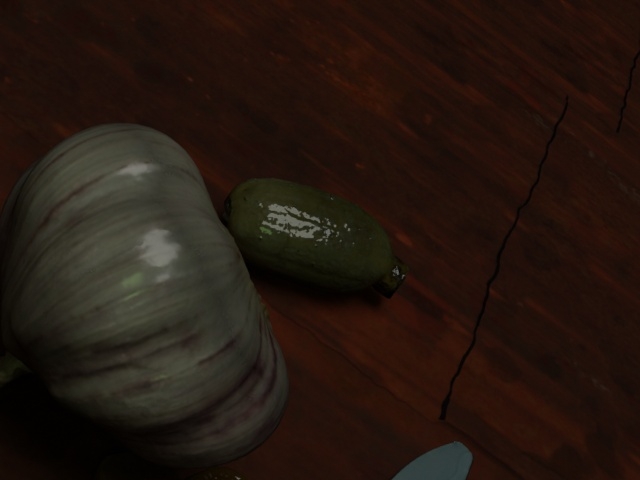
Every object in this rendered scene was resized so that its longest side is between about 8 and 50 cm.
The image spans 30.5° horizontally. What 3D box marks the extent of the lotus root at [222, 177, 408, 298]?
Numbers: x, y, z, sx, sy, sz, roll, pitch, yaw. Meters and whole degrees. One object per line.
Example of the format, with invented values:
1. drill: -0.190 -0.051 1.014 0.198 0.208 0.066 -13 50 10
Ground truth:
1. lotus root: 0.001 -0.001 1.037 0.183 0.077 0.090 22 44 -19

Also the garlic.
1. garlic: -0.168 0.056 0.789 0.253 0.245 0.245 -21 63 -8

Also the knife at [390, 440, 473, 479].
1. knife: 0.060 0.253 0.892 0.080 0.044 0.331 29 35 -3

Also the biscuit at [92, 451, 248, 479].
1. biscuit: -0.102 0.239 0.777 0.138 0.031 0.205 15 45 -22
